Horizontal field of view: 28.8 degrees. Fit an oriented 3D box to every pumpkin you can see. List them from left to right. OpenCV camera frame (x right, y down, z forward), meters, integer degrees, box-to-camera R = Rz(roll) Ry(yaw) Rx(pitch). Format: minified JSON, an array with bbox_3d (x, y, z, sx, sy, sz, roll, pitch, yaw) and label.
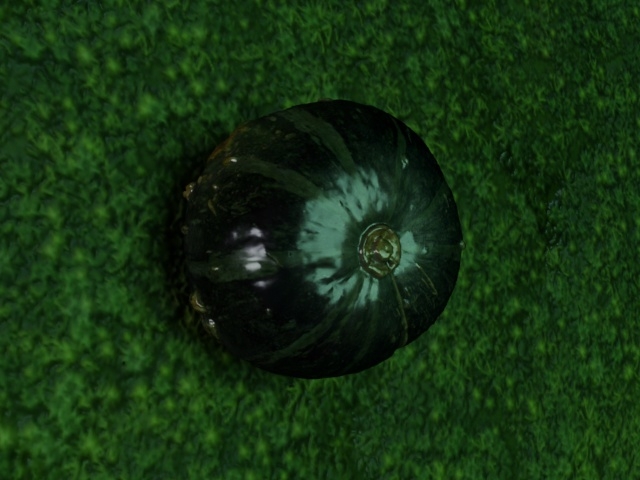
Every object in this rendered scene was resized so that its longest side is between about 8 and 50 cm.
[{"bbox_3d":[0.001,0.000,0.815,0.190,0.146,0.190,7,80,-43],"label":"pumpkin"}]
